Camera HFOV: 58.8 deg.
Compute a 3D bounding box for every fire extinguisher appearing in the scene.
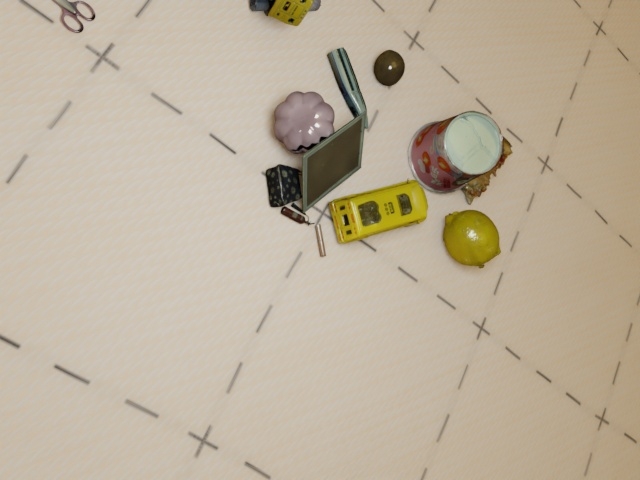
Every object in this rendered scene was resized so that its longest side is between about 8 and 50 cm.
[{"bbox_3d":[-0.065,-0.075,1.625,0.100,0.032,0.046,27,39,-23],"label":"fire extinguisher"}]

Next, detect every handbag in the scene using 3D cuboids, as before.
[{"bbox_3d":[-0.082,-0.154,1.605,0.139,0.072,0.115,-5,85,-42],"label":"handbag"}]

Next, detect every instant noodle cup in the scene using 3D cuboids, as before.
[{"bbox_3d":[0.423,-0.276,1.759,0.243,0.231,0.243,0,88,-12],"label":"instant noodle cup"}]

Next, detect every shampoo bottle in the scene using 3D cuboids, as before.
[{"bbox_3d":[-0.102,-0.691,1.642,0.214,0.072,0.072,-17,93,-28],"label":"shampoo bottle"}]

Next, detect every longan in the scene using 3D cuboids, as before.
[{"bbox_3d":[0.219,-0.538,1.787,0.119,0.106,0.106,45,58,-64],"label":"longan"}]

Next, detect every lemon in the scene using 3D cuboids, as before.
[{"bbox_3d":[0.482,-0.010,1.828,0.206,0.173,0.173,47,65,-2],"label":"lemon"}]

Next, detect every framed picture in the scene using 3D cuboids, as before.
[{"bbox_3d":[0.037,-0.224,1.606,0.017,0.217,0.274,34,54,25],"label":"framed picture"}]

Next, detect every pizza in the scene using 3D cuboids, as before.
[{"bbox_3d":[0.522,-0.297,1.936,0.251,0.074,0.288,41,66,-16],"label":"pizza"}]

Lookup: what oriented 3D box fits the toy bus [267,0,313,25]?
[{"bbox_3d":[-0.073,-0.756,1.579,0.123,0.121,0.336,19,56,-21],"label":"toy bus"}]

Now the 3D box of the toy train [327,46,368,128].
[{"bbox_3d":[0.087,-0.455,1.725,0.048,0.055,0.252,-24,96,-28],"label":"toy train"}]

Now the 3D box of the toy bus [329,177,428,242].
[{"bbox_3d":[0.199,-0.096,1.695,0.330,0.152,0.144,-16,92,-28],"label":"toy bus"}]

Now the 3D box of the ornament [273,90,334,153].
[{"bbox_3d":[-0.044,-0.325,1.584,0.177,0.177,0.178,3,83,-28],"label":"ornament"}]

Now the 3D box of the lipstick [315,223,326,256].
[{"bbox_3d":[0.000,0.000,1.652,0.019,0.019,0.094,-9,89,-29],"label":"lipstick"}]

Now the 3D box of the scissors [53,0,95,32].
[{"bbox_3d":[-0.635,-0.585,1.369,0.176,0.022,0.085,41,69,-21],"label":"scissors"}]
